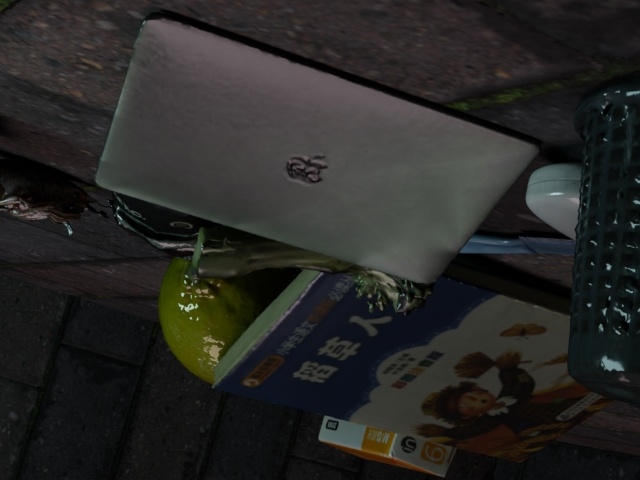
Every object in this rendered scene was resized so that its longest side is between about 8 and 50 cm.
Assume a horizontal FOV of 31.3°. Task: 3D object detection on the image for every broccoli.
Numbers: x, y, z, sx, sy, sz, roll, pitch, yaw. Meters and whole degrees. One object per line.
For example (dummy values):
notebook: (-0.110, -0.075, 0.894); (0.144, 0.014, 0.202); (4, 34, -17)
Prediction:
broccoli: (0.000, 0.002, 0.903); (0.204, 0.118, 0.122); (-1, -178, -21)

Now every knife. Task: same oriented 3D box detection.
knife: (0.189, 0.003, 0.988); (0.313, 0.019, 0.044); (4, 162, 39)

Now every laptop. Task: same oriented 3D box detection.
laptop: (-0.009, -0.053, 0.779); (0.269, 0.015, 0.188); (17, 145, -11)

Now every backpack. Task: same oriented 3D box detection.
backpack: (-0.117, -0.043, 0.922); (0.120, 0.106, 0.165); (18, 173, 10)

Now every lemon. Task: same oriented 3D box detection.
lemon: (-0.102, 0.078, 1.344); (0.184, 0.184, 0.248); (9, 155, 29)

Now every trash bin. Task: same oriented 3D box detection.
trash bin: (0.207, 0.016, 0.622); (0.175, 0.161, 0.175); (17, 169, 3)

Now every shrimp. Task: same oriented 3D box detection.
shrimp: (-0.326, -0.052, 1.298); (0.190, 0.075, 0.073); (10, 142, -33)

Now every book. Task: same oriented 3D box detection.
book: (0.135, 0.131, 1.248); (0.427, 0.039, 0.300); (17, 139, -23)

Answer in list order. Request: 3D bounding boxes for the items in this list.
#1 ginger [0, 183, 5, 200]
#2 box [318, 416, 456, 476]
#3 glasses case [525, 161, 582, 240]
ginger: (-0.418, -0.089, 1.128); (0.216, 0.102, 0.157); (15, 163, 1)
box: (0.111, 0.192, 1.533); (0.091, 0.221, 0.274); (23, 166, -17)
glasses case: (0.224, -0.008, 0.771); (0.193, 0.049, 0.074); (22, 168, -27)
